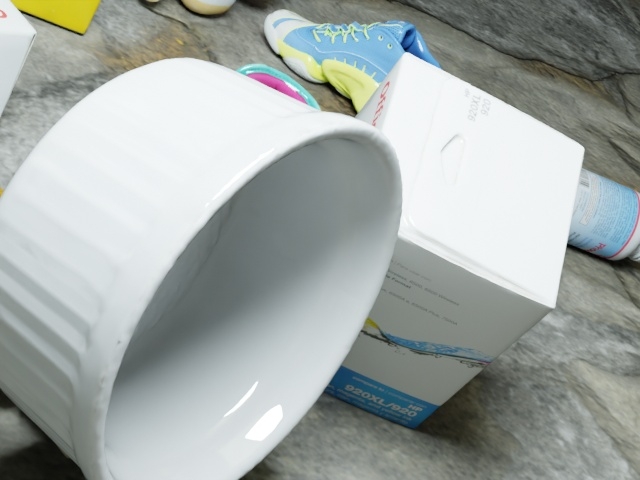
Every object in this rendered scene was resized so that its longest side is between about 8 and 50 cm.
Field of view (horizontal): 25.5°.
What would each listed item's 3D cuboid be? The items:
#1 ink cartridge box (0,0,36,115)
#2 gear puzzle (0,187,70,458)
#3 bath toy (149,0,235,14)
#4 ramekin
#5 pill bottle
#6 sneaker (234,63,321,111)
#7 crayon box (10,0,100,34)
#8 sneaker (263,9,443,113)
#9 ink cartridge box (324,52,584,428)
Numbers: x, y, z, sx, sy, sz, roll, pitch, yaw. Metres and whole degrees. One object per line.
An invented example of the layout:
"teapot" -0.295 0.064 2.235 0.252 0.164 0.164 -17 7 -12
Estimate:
"ink cartridge box" -0.402 -0.214 1.209 0.197 0.114 0.273 -4 45 -48
"gear puzzle" -0.195 0.060 1.050 0.175 0.044 0.339 -7 43 -47
"bath toy" -0.097 -0.354 1.724 0.348 0.129 0.151 -17 87 -54
"ramekin" -0.085 0.022 0.882 0.135 0.277 0.277 32 26 26
"pill bottle" 0.322 -0.029 1.642 0.160 0.087 0.087 21 29 -18
"sneaker" -0.068 -0.064 1.188 0.123 0.178 0.295 35 17 -3
"crayon box" -0.308 -0.425 1.379 0.313 0.363 0.106 20 29 -20
"sneaker" 0.049 -0.226 1.655 0.240 0.126 0.091 38 28 12
"ink cartridge box" 0.072 0.007 1.134 0.168 0.233 0.171 25 52 -11
